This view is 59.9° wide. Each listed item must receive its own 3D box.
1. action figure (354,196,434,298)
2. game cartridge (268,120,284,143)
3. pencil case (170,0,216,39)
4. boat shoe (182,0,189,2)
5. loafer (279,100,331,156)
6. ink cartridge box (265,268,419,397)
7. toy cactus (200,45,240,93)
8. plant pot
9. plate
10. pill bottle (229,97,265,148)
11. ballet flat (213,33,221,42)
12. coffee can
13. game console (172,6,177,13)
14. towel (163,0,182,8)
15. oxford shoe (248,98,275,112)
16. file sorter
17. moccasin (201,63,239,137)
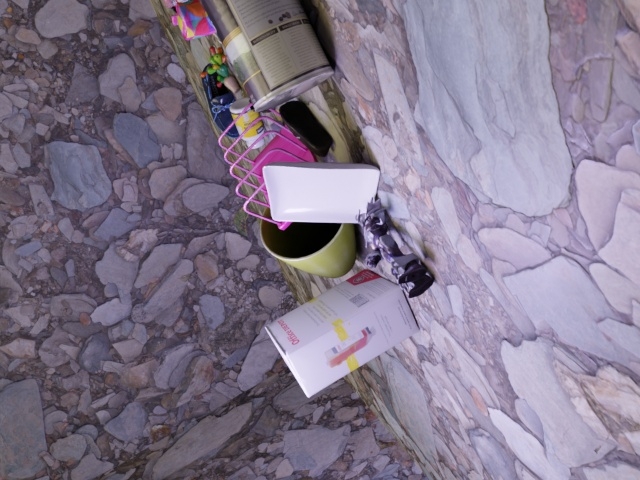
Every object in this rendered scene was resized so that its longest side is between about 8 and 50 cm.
[{"bbox_3d":[0.160,0.012,1.372,0.285,0.099,0.185,53,167,42],"label":"action figure"},{"bbox_3d":[-0.116,-0.266,2.031,0.230,0.068,0.355,56,168,7],"label":"game cartridge"},{"bbox_3d":[-0.267,-0.601,1.457,0.104,0.236,0.104,160,90,-75],"label":"pencil case"},{"bbox_3d":[-0.560,-1.000,2.085,0.335,0.119,0.121,57,138,13],"label":"boat shoe"},{"bbox_3d":[-0.047,-0.308,1.566,0.220,0.080,0.078,55,166,29],"label":"loafer"},{"bbox_3d":[0.056,0.267,1.687,0.160,0.385,0.279,65,168,-16],"label":"ink cartridge box"},{"bbox_3d":[-0.398,-0.671,2.246,0.180,0.112,0.219,51,159,4],"label":"toy cactus"},{"bbox_3d":[0.000,0.000,1.721,0.275,0.275,0.293,53,-179,36],"label":"plant pot"},{"bbox_3d":[0.004,-0.126,1.420,0.278,0.277,0.045,88,-176,-64],"label":"plate"},{"bbox_3d":[-0.279,-0.457,2.175,0.103,0.103,0.184,49,163,47],"label":"pill bottle"},{"bbox_3d":[-0.312,-0.703,1.860,0.077,0.091,0.241,31,-163,-42],"label":"ballet flat"},{"bbox_3d":[-0.118,-0.455,1.233,0.275,0.201,0.201,63,168,-8],"label":"coffee can"},{"bbox_3d":[-0.595,-1.016,2.395,0.144,0.085,0.124,47,-159,24],"label":"game console"},{"bbox_3d":[-0.492,-0.937,1.867,0.329,0.037,0.237,11,124,53],"label":"towel"},{"bbox_3d":[-0.198,-0.463,1.831,0.083,0.096,0.227,61,170,-4],"label":"oxford shoe"},{"bbox_3d":[-0.147,-0.220,1.583,0.182,0.202,0.290,21,-146,-46],"label":"file sorter"},{"bbox_3d":[-0.445,-0.616,2.453,0.342,0.138,0.117,61,164,0],"label":"moccasin"}]
